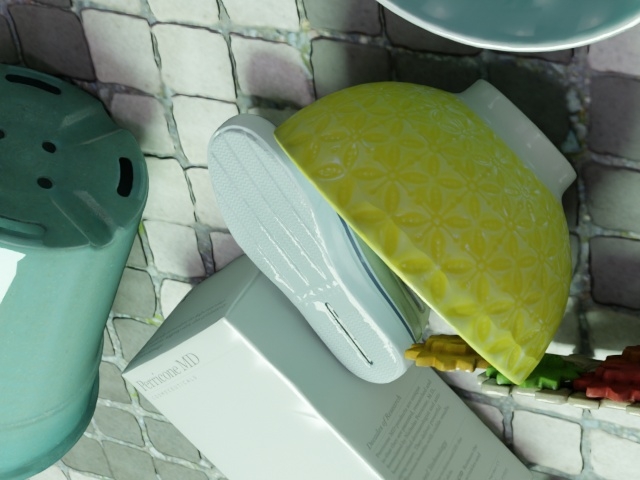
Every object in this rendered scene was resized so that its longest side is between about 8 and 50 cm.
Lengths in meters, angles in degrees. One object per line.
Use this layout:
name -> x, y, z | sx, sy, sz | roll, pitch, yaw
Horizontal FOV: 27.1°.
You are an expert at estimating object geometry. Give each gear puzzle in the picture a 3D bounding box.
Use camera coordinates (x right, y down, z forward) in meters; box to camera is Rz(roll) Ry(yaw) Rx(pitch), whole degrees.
gear puzzle -> 0.238, 0.109, 1.184 | 0.339, 0.175, 0.044 | 5, 98, 28

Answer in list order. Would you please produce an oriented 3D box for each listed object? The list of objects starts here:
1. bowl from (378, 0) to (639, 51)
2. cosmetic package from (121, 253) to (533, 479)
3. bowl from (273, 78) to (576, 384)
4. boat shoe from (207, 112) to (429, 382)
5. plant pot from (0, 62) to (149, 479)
bowl -> 0.134, -0.297, 0.862 | 0.311, 0.163, 0.311 | 17, 135, 18
cosmetic package -> 0.009, 0.194, 1.393 | 0.385, 0.156, 0.217 | 44, 139, -11
bowl -> 0.116, -0.038, 1.091 | 0.156, 0.289, 0.289 | -44, 101, 4
boat shoe -> 0.000, 0.000, 1.267 | 0.109, 0.094, 0.302 | -17, 115, 38
plant pot -> -0.345, 0.021, 1.360 | 0.341, 0.341, 0.334 | 33, 130, 3
